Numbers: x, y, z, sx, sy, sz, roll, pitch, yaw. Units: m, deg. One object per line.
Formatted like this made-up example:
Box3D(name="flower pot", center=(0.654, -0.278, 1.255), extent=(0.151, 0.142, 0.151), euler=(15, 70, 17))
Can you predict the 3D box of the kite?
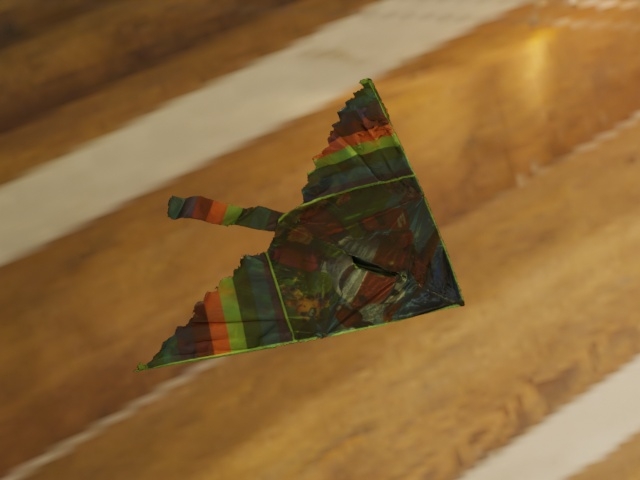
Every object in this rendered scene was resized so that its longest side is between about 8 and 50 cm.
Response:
Box3D(name="kite", center=(0.000, 0.000, 0.533), extent=(0.090, 0.004, 0.122), euler=(19, -127, 17))
